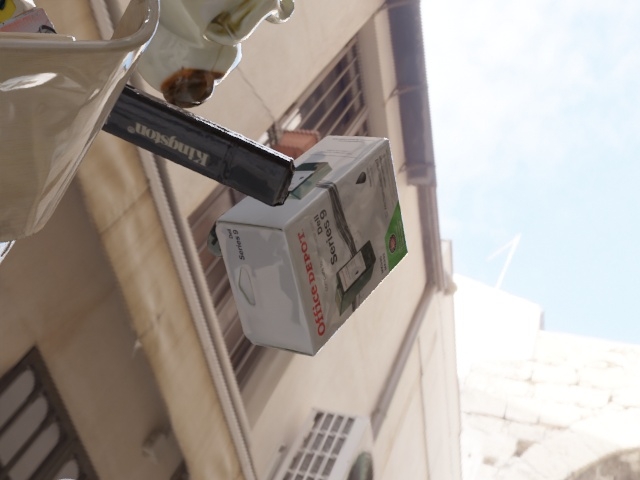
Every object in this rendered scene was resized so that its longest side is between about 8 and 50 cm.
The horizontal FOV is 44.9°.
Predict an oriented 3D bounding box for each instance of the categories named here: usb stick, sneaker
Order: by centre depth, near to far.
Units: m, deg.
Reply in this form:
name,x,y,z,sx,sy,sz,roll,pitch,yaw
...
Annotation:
name,x,y,z,sx,sy,sz,roll,pitch,yaw
usb stick,-0.160,-0.120,0.913,0.278,0.045,0.077,25,-37,-2
sneaker,-0.174,-0.035,1.800,0.101,0.267,0.106,44,-41,1

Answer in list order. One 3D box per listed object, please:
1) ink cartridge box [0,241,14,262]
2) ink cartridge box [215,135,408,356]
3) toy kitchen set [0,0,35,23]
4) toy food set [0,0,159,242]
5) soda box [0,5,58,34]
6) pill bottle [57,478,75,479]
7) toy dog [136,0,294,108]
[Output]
name,x,y,z,sx,sy,sz,roll,pitch,yaw
ink cartridge box,-0.524,-0.025,1.141,0.135,0.099,0.056,32,-4,1
ink cartridge box,0.000,0.000,1.132,0.122,0.289,0.211,8,-56,33
toy kitchen set,-0.633,-0.393,1.346,0.166,0.207,0.122,-45,-105,24
toy food set,-0.261,-0.073,0.428,0.220,0.306,0.092,-41,-112,45
soda box,-0.459,-0.260,1.084,0.058,0.183,0.063,36,-26,57
pill bottle,-0.306,0.371,0.984,0.086,0.086,0.152,10,-36,17
toy dog,-0.228,-0.427,1.356,0.284,0.395,0.408,45,-32,23
